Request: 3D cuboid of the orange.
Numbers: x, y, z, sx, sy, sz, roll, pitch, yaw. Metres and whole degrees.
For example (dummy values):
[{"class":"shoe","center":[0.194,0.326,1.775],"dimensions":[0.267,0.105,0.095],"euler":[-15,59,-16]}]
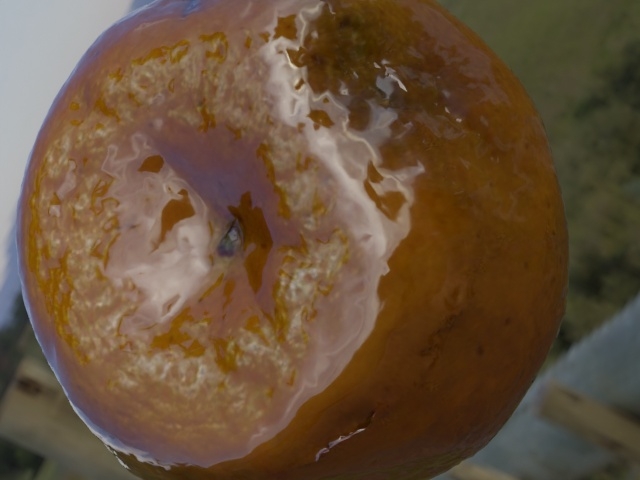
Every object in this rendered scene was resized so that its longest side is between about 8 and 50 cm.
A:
[{"class":"orange","center":[0.000,0.000,0.836],"dimensions":[0.249,0.249,0.183],"euler":[-63,-24,7]}]
